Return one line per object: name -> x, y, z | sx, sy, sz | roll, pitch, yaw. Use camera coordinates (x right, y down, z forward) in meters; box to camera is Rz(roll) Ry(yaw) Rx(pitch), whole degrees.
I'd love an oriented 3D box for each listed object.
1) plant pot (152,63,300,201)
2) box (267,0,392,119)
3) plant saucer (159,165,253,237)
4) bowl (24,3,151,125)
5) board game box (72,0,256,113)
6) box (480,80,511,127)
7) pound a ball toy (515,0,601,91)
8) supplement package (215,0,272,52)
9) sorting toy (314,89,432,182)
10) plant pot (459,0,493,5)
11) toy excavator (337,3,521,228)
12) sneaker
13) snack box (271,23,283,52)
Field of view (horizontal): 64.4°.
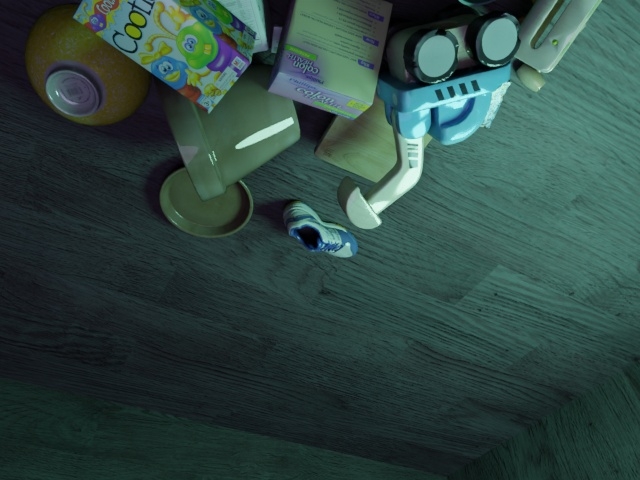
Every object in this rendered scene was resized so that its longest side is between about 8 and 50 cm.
plant pot -> -0.211, -0.292, 1.230 | 0.280, 0.323, 0.323 | -21, 132, -6
box -> 0.021, -0.425, 1.124 | 0.213, 0.243, 0.117 | 14, 171, -16
plant saucer -> -0.341, -0.121, 1.529 | 0.277, 0.041, 0.278 | -1, 132, -1
bowl -> -0.562, -0.380, 1.197 | 0.289, 0.156, 0.290 | -1, 133, -1
board game box -> -0.274, -0.394, 0.937 | 0.275, 0.142, 0.144 | 33, 124, -28
box -> 0.431, -0.371, 1.352 | 0.093, 0.027, 0.137 | 6, 132, -11
pound a ball toy -> 0.535, -0.513, 1.164 | 0.135, 0.208, 0.319 | 37, 118, 13
supplement package -> -0.228, -0.536, 1.042 | 0.197, 0.199, 0.263 | -10, 132, 6
sorting toy -> 0.151, -0.299, 1.359 | 0.257, 0.090, 0.256 | 20, 128, -20
plant pot -> 0.314, -0.632, 0.952 | 0.292, 0.196, 0.293 | -27, 159, -11
toy excavator -> 0.231, -0.272, 1.189 | 0.432, 0.222, 0.446 | -17, 121, -7
sneaker -> 0.000, 0.000, 1.600 | 0.296, 0.131, 0.112 | 29, 123, -28
snack box -> -0.028, -0.477, 1.230 | 0.178, 0.022, 0.064 | 5, 131, -8
